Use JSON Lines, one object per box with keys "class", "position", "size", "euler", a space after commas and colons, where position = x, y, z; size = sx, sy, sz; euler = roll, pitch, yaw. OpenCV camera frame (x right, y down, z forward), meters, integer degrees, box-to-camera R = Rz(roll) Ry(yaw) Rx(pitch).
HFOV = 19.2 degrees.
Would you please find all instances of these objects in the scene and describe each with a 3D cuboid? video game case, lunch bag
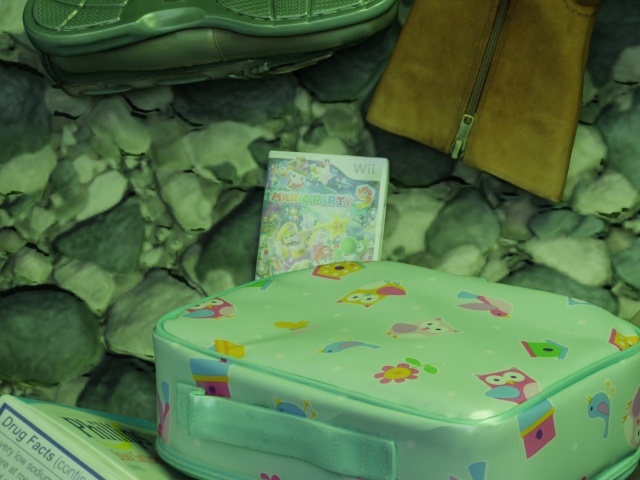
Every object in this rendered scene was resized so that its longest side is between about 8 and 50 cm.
{"class": "video game case", "position": [0.000, 0.000, 1.322], "size": [0.087, 0.011, 0.122], "euler": [4, 82, 14]}
{"class": "lunch bag", "position": [0.039, 0.098, 1.159], "size": [0.279, 0.224, 0.108], "euler": [11, 112, 37]}

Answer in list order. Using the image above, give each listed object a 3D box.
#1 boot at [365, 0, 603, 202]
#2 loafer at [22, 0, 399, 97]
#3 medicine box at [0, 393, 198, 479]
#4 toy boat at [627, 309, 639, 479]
{"class": "boot", "position": [0.179, -0.152, 1.217], "size": [0.264, 0.096, 0.280], "euler": [19, 112, 10]}
{"class": "loafer", "position": [-0.072, -0.152, 1.340], "size": [0.267, 0.084, 0.096], "euler": [-3, 49, 9]}
{"class": "medicine box", "position": [-0.176, 0.258, 1.190], "size": [0.149, 0.263, 0.289], "euler": [35, 90, 15]}
{"class": "toy boat", "position": [0.272, 0.140, 1.189], "size": [0.151, 0.151, 0.231], "euler": [-4, 79, -19]}
